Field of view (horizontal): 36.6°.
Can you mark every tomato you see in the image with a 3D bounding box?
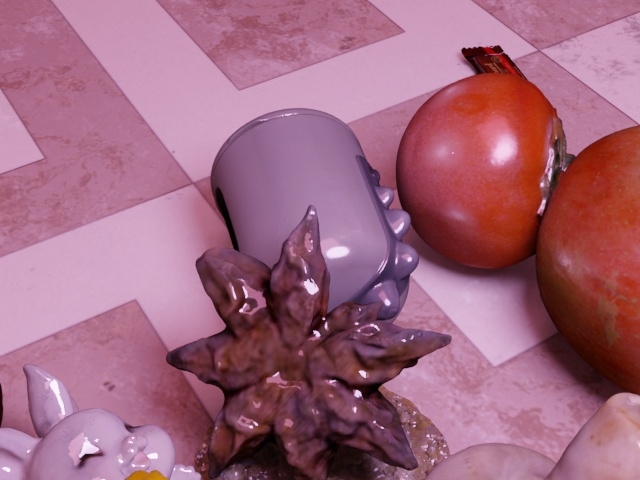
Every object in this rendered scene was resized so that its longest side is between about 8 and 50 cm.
[{"bbox_3d":[0.219,-0.089,1.267,0.225,0.255,0.255,2,42,30],"label":"tomato"}]

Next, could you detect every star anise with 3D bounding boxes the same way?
[{"bbox_3d":[-0.014,0.121,1.012,0.315,0.315,0.108,25,9,22],"label":"star anise"}]

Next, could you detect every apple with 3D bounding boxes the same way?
[{"bbox_3d":[0.402,0.021,1.129,0.319,0.319,0.277,-31,33,-27],"label":"apple"}]

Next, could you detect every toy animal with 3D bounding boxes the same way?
[{"bbox_3d":[-0.217,0.267,0.955,0.325,0.154,0.208,30,37,13],"label":"toy animal"}]

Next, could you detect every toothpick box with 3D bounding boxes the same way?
[{"bbox_3d":[0.000,0.000,1.201,0.229,0.229,0.316,-10,47,-11],"label":"toothpick box"}]

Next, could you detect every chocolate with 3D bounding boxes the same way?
[{"bbox_3d":[0.302,-0.267,1.601,0.086,0.028,0.182,-12,47,-22],"label":"chocolate"}]

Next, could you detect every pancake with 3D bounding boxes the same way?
[{"bbox_3d":[0.002,0.251,1.066,0.283,0.049,0.282,-2,45,2],"label":"pancake"}]

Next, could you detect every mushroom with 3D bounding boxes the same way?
[{"bbox_3d":[0.229,0.284,0.854,0.293,0.290,0.292,32,28,-19],"label":"mushroom"}]

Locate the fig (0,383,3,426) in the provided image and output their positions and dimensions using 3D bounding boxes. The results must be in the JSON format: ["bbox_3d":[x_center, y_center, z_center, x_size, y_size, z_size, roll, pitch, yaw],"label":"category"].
[{"bbox_3d":[-0.421,0.250,0.989,0.217,0.217,0.320,-16,65,-15],"label":"fig"}]
